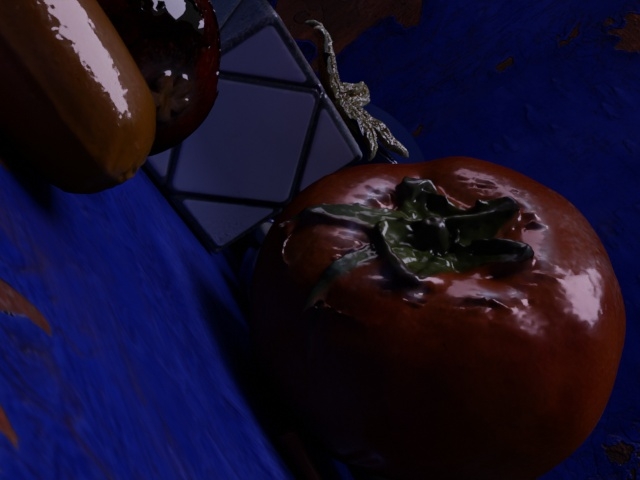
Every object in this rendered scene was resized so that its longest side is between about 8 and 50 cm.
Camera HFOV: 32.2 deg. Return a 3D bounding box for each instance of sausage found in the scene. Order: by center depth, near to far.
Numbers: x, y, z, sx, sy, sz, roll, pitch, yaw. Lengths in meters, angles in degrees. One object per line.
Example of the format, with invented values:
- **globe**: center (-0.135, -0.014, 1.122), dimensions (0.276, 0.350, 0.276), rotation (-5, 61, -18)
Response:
- **sausage**: center (-0.198, -0.150, 0.679), dimensions (0.274, 0.105, 0.105), rotation (55, 3, -18)

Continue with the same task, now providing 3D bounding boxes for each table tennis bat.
- **table tennis bat**: center (0.009, 0.221, 0.909), dimensions (0.154, 0.019, 0.098), rotation (59, 3, -5)

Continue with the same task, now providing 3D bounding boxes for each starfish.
- **starfish**: center (0.037, -0.182, 1.349), dimensions (0.208, 0.053, 0.176), rotation (63, 18, 1)

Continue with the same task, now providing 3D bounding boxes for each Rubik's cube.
- **Rubik's cube**: center (-0.107, -0.151, 1.229), dimensions (0.207, 0.205, 0.205), rotation (57, 3, -35)

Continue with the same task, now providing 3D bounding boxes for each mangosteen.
- **mangosteen**: center (-0.165, -0.148, 0.833), dimensions (0.180, 0.166, 0.166), rotation (27, -16, 35)

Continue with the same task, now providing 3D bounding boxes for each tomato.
- **tomato**: center (0.102, 0.087, 1.020), dimensions (0.341, 0.341, 0.272), rotation (-120, -157, -48)

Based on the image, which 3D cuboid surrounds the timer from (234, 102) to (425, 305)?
- **timer**: center (0.000, 0.000, 1.328), dimensions (0.270, 0.270, 0.383), rotation (56, 16, -17)

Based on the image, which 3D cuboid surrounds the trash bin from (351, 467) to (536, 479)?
- **trash bin**: center (0.101, 0.209, 1.243), dimensions (0.240, 0.164, 0.122), rotation (55, 1, 31)
